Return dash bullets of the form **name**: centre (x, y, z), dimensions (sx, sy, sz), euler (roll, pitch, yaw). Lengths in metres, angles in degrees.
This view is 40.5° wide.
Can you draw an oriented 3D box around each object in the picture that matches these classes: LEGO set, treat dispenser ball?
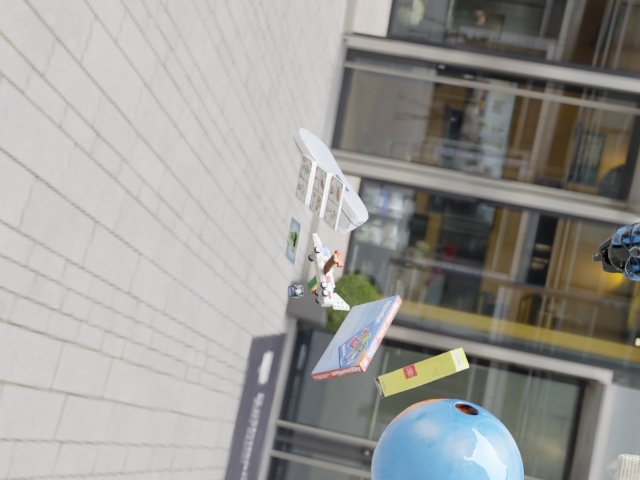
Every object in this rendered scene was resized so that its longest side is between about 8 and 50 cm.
- **LEGO set**: centre (0.000, 0.000, 1.416), dimensions (0.182, 0.060, 0.244), euler (-138, -126, -60)
- **treat dispenser ball**: centre (0.242, 0.447, 1.661), dimensions (0.288, 0.288, 0.288), euler (11, 90, -82)

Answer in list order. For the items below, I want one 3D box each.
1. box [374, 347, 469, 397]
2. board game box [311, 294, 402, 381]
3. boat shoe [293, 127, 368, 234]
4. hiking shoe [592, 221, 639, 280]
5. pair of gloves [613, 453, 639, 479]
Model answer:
- **box**: centre (0.261, 0.343, 2.247), dimensions (0.087, 0.232, 0.058), euler (-2, 70, -58)
- **board game box**: centre (0.092, 0.236, 2.121), dimensions (0.027, 0.145, 0.281), euler (59, 37, -17)
- **boat shoe**: centre (0.003, -0.131, 1.959), dimensions (0.084, 0.258, 0.095), euler (-36, 170, 27)
- **hiking shoe**: centre (0.487, 0.019, 1.239), dimensions (0.304, 0.132, 0.113), euler (39, 32, -81)
- **pair of gloves**: centre (0.623, 0.509, 1.550), dimensions (0.042, 0.240, 0.204), euler (10, 98, -79)
